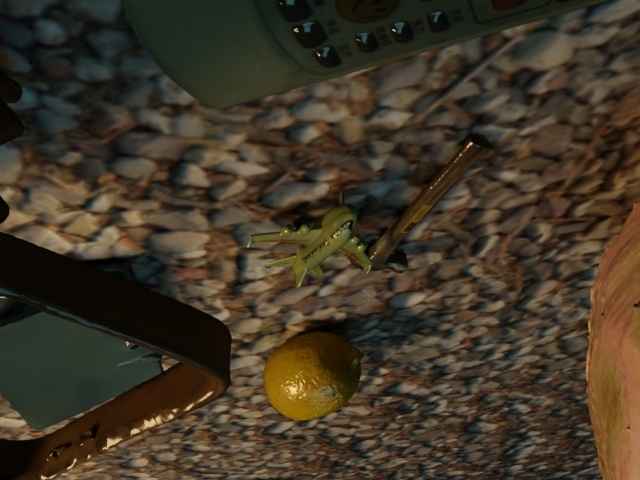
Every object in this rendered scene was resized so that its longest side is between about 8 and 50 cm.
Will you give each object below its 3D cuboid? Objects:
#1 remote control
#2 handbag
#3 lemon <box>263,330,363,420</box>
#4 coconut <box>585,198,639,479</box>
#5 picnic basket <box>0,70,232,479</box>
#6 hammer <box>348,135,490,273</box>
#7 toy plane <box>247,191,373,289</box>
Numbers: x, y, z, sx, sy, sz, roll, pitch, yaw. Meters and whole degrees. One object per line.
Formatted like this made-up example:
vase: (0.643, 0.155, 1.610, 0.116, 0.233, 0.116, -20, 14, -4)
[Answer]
remote control: (0.045, -0.136, 0.491, 0.286, 0.038, 0.123, -15, 152, 12)
handbag: (-0.213, 0.089, 0.838, 0.144, 0.057, 0.221, -13, 152, -6)
lemon: (-0.006, 0.128, 0.932, 0.111, 0.082, 0.082, -27, 147, 34)
coconut: (0.367, 0.081, 0.629, 0.405, 0.404, 0.404, -7, 152, -3)
picnic basket: (-0.236, 0.056, 0.503, 0.321, 0.291, 0.254, 27, 137, -35)
hammer: (0.072, -0.024, 0.736, 0.062, 0.017, 0.182, 4, 148, -23)
toy plane: (0.000, 0.000, 0.732, 0.102, 0.040, 0.111, 9, 146, -23)
